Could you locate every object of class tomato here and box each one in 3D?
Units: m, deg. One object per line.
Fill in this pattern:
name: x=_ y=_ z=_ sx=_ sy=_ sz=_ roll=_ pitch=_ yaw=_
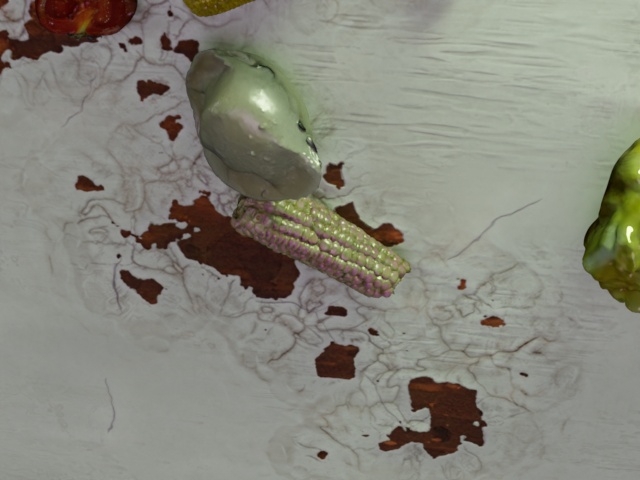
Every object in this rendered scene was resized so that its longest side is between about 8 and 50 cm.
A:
tomato: x=-0.376 y=-0.397 z=1.673 sx=0.159 sy=0.091 sz=0.139 roll=1 pitch=139 yaw=-25

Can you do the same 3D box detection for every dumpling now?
dumpling: x=-0.127 y=-0.175 z=1.727 sx=0.175 sy=0.243 sz=0.227 roll=2 pitch=150 yaw=-40

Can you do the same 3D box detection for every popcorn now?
popcorn: x=0.590 y=-0.015 z=1.684 sx=0.312 sy=0.312 sz=0.312 roll=4 pitch=124 yaw=6

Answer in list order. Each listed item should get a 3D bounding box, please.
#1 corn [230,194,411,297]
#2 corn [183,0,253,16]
corn: x=0.001 y=-0.002 z=1.866 sx=0.335 sy=0.126 sz=0.126 roll=29 pitch=123 yaw=-16
corn: x=-0.102 y=-0.416 z=1.615 sx=0.244 sy=0.093 sz=0.093 roll=-16 pitch=120 yaw=17
